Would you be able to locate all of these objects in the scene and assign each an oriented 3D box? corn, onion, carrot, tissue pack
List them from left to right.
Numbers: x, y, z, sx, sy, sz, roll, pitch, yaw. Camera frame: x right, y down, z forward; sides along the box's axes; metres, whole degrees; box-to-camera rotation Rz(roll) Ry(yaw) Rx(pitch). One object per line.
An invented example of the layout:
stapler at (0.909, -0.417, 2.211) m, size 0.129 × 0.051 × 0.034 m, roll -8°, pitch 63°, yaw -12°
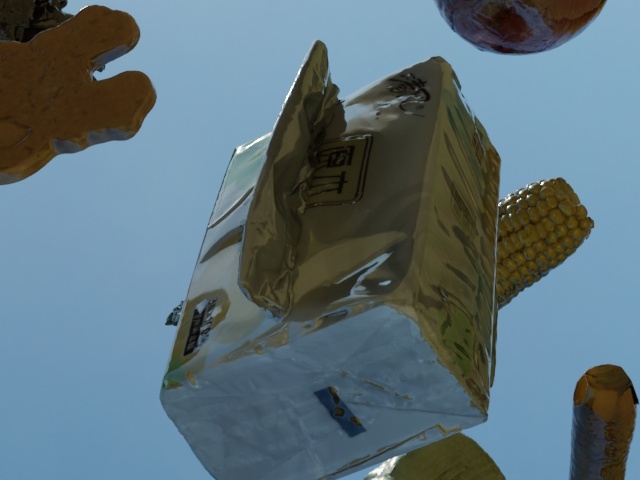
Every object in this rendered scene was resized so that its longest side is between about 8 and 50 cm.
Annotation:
tissue pack at (0.000, 0.000, 0.890) m, size 0.145 × 0.159 × 0.229 m, roll 55°, pitch -153°, yaw -27°
corn at (0.142, 0.044, 1.716) m, size 0.115 × 0.318 × 0.115 m, roll 46°, pitch -161°, yaw -21°
onion at (0.160, -0.220, 1.382) m, size 0.159 × 0.195 × 0.159 m, roll 8°, pitch -120°, yaw -15°
carrot at (0.293, 0.245, 1.720) m, size 0.070 × 0.070 × 0.260 m, roll -50°, pitch -33°, yaw -51°

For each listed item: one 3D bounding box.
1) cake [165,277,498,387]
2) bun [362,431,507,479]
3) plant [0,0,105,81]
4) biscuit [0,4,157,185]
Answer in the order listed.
cake at (0.015, 0.020, 1.294) m, size 0.283 × 0.158 × 0.172 m, roll 17°, pitch -104°, yaw -55°
bun at (0.101, 0.285, 1.538) m, size 0.221 × 0.108 × 0.221 m, roll 26°, pitch -126°, yaw -43°
plant at (-0.370, -0.254, 1.881) m, size 0.194 × 0.181 × 0.321 m, roll -54°, pitch -53°, yaw -28°
biscuit at (-0.262, -0.120, 1.437) m, size 0.040 × 0.236 × 0.144 m, roll 65°, pitch -175°, yaw -56°
